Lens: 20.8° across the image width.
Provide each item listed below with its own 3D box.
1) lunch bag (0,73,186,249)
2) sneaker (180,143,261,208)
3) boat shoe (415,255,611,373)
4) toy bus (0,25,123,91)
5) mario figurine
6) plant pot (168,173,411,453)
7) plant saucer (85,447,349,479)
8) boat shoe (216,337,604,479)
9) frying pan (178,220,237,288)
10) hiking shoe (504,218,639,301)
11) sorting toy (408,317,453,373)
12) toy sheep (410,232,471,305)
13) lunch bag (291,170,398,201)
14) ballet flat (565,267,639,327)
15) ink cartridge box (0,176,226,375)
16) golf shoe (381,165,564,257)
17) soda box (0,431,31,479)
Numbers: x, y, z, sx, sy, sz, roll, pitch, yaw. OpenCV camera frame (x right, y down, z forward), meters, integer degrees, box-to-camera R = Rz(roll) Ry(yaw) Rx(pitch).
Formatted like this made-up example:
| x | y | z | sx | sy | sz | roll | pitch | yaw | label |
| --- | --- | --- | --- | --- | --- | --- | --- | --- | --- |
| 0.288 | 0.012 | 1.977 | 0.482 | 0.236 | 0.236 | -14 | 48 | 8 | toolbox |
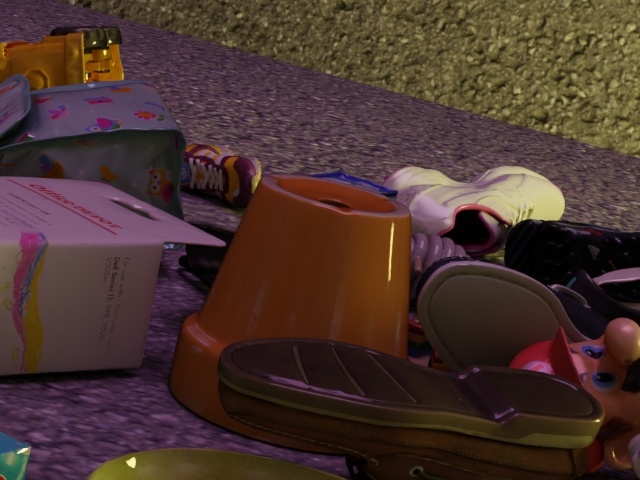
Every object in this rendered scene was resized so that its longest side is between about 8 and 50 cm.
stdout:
| x | y | z | sx | sy | sz | roll | pitch | yaw | label |
| --- | --- | --- | --- | --- | --- | --- | --- | --- | --- |
| -0.284 | -0.080 | 1.831 | 0.262 | 0.160 | 0.223 | -3 | 19 | -12 | lunch bag |
| -0.137 | -0.081 | 2.217 | 0.084 | 0.069 | 0.185 | -2 | 11 | -24 | sneaker |
| 0.189 | 0.091 | 1.547 | 0.302 | 0.114 | 0.091 | 35 | 11 | -31 | boat shoe |
| -0.389 | -0.223 | 2.449 | 0.211 | 0.149 | 0.220 | -1 | 8 | 8 | toy bus |
| 0.309 | 0.101 | 1.431 | 0.320 | 0.170 | 0.198 | -6 | 6 | -10 | mario figurine |
| -0.007 | 0.051 | 1.444 | 0.205 | 0.188 | 0.205 | 13 | 12 | -3 | plant pot |
| -0.037 | 0.196 | 1.117 | 0.241 | 0.037 | 0.241 | 13 | 13 | -3 | plant saucer |
| 0.063 | 0.149 | 1.294 | 0.307 | 0.104 | 0.111 | 11 | 21 | -18 | boat shoe |
| -0.089 | 0.028 | 1.665 | 0.326 | 0.053 | 0.197 | 13 | -18 | 43 | frying pan |
| 0.382 | 0.030 | 2.133 | 0.304 | 0.113 | 0.132 | 20 | 14 | 27 | hiking shoe |
| 0.112 | 0.113 | 1.632 | 0.274 | 0.046 | 0.132 | 21 | 14 | 29 | sorting toy |
| 0.120 | 0.034 | 1.908 | 0.132 | 0.091 | 0.091 | 29 | 8 | -15 | toy sheep |
| 0.000 | 0.000 | 1.824 | 0.096 | 0.129 | 0.151 | 18 | 15 | 26 | lunch bag |
| 0.391 | 0.083 | 1.945 | 0.280 | 0.096 | 0.095 | 8 | 13 | -24 | ballet flat |
| -0.276 | 0.025 | 1.435 | 0.353 | 0.119 | 0.207 | 0 | 17 | -44 | ink cartridge box |
| 0.213 | -0.024 | 2.258 | 0.306 | 0.115 | 0.140 | -4 | 30 | -36 | golf shoe |
| -0.285 | 0.127 | 1.091 | 0.210 | 0.067 | 0.071 | 19 | 13 | 29 | soda box |
